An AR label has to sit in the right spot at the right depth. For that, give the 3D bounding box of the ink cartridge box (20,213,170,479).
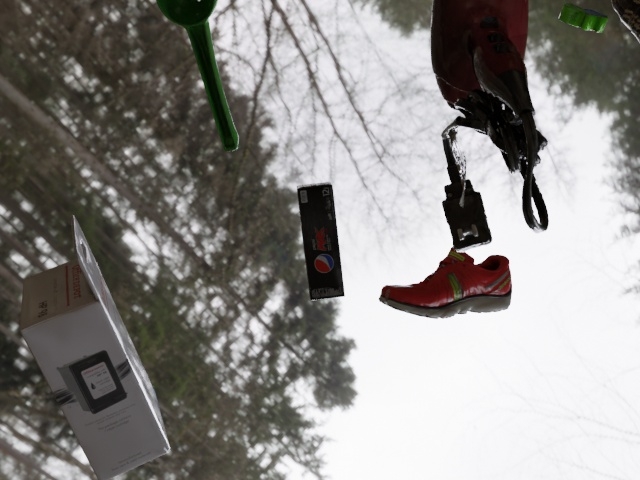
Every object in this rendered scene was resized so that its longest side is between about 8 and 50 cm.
[{"bbox_3d":[-0.183,0.081,0.635,0.060,0.180,0.104,-23,-156,-10],"label":"ink cartridge box"}]

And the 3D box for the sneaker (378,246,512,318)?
[{"bbox_3d":[0.225,0.070,1.468,0.279,0.118,0.107,-5,-168,-28],"label":"sneaker"}]

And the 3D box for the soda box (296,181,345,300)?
[{"bbox_3d":[0.000,0.000,1.208,0.053,0.169,0.060,-6,-172,-2],"label":"soda box"}]

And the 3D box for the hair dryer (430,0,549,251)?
[{"bbox_3d":[0.139,-0.140,0.608,0.080,0.223,0.294,-5,-98,-6],"label":"hair dryer"}]

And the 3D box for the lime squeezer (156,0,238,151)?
[{"bbox_3d":[-0.136,-0.214,0.670,0.058,0.310,0.110,5,-121,25],"label":"lime squeezer"}]

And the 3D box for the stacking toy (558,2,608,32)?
[{"bbox_3d":[0.373,-0.298,0.857,0.221,0.167,0.052,3,-145,-13],"label":"stacking toy"}]

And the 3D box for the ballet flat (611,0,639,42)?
[{"bbox_3d":[0.384,-0.074,0.600,0.164,0.483,0.182,-32,174,3],"label":"ballet flat"}]
